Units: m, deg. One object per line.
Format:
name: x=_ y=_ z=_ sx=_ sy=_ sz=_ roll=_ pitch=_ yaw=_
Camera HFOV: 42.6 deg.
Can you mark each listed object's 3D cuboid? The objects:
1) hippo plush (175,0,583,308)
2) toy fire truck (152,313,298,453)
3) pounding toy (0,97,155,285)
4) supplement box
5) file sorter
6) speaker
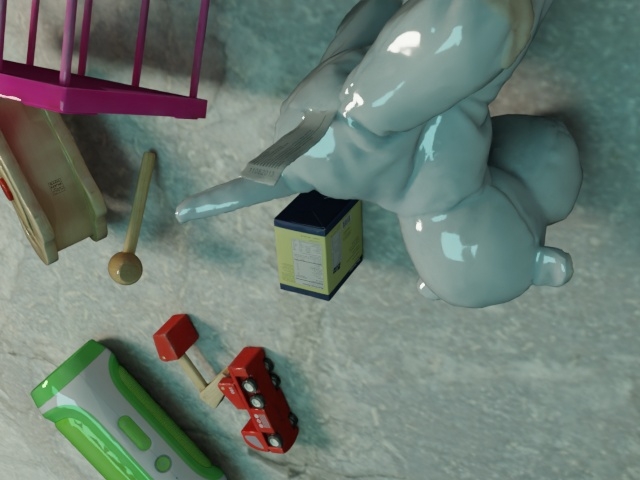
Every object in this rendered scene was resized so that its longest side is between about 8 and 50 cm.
hippo plush: x=0.107 y=-0.063 z=0.595 sx=0.236 sy=0.294 sz=0.234 roll=46 pitch=148 yaw=-17
toy fire truck: x=-0.117 y=0.182 z=1.032 sx=0.135 sy=0.047 sz=0.192 roll=-5 pitch=118 yaw=34
pounding toy: x=-0.282 y=-0.072 z=0.947 sx=0.269 sy=0.155 sz=0.154 roll=64 pitch=157 yaw=-7
supplement box: x=0.000 y=0.000 z=0.814 sx=0.056 sy=0.083 sz=0.083 roll=13 pitch=125 yaw=24
file sorter: x=-0.264 y=-0.224 z=0.730 sx=0.290 sy=0.202 sz=0.182 roll=14 pitch=102 yaw=21
speaker: x=-0.255 y=0.280 z=1.129 sx=0.296 sy=0.131 sz=0.131 roll=49 pitch=132 yaw=-6
